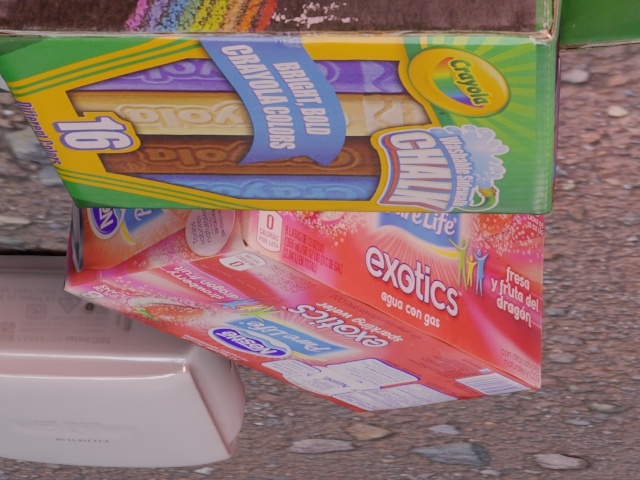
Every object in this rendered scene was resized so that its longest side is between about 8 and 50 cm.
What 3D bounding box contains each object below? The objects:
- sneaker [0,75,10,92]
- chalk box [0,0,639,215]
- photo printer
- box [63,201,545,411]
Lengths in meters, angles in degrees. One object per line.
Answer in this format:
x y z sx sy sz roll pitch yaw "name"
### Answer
-0.257 -0.094 0.892 0.178 0.123 0.295 -28 161 22 "sneaker"
0.023 -0.123 0.799 0.289 0.180 0.179 2 159 6 "chalk box"
-0.197 0.111 1.538 0.256 0.107 0.307 2 159 5 "photo printer"
0.000 0.000 1.170 0.154 0.142 0.300 -14 153 37 "box"
